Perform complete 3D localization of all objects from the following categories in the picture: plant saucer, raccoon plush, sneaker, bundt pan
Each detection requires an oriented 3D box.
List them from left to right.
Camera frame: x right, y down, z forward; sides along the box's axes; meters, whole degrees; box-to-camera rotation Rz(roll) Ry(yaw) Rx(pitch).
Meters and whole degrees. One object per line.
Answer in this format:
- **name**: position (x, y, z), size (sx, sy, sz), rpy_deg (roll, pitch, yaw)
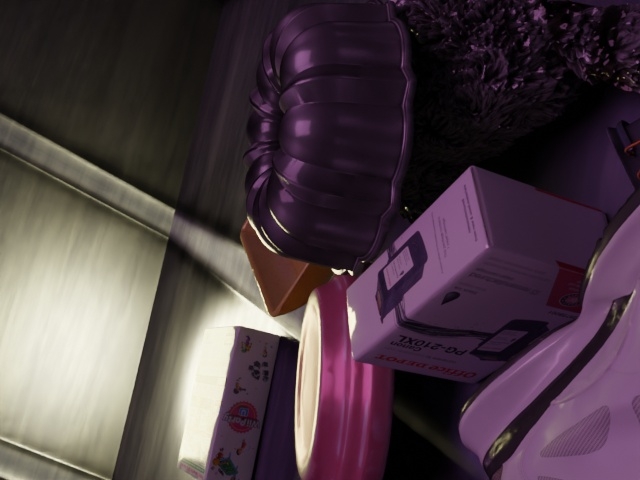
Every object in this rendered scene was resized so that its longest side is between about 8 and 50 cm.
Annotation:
- **bundt pan**: position (-0.012, -0.123, 0.815), size (0.331, 0.124, 0.331), rpy_deg (-176, 90, -73)
- **plant saucer**: position (-0.005, -0.062, 1.223), size (0.332, 0.081, 0.333), rpy_deg (-56, 27, 14)
- **plant saucer**: position (0.021, 0.192, 0.927), size (0.332, 0.084, 0.332), rpy_deg (-176, 90, -82)
- **raccoon plush**: position (0.178, -0.116, 0.765), size (0.446, 0.216, 0.299), rpy_deg (-138, 58, -64)
- **sneaker**: position (0.279, 0.126, 0.469), size (0.257, 0.169, 0.447), rpy_deg (-110, 33, -41)

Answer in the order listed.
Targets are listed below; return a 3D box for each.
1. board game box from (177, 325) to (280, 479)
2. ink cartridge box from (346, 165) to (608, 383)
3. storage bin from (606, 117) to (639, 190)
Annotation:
- **board game box**: position (-0.194, 0.335, 1.422), size (0.224, 0.097, 0.303), rpy_deg (-18, 58, 64)
- **ink cartridge box**: position (0.158, 0.050, 0.718), size (0.237, 0.172, 0.100), rpy_deg (-49, 34, 45)
- **storage bin**: position (0.309, -0.066, 0.567), size (0.091, 0.098, 0.135), rpy_deg (-41, 39, 35)
